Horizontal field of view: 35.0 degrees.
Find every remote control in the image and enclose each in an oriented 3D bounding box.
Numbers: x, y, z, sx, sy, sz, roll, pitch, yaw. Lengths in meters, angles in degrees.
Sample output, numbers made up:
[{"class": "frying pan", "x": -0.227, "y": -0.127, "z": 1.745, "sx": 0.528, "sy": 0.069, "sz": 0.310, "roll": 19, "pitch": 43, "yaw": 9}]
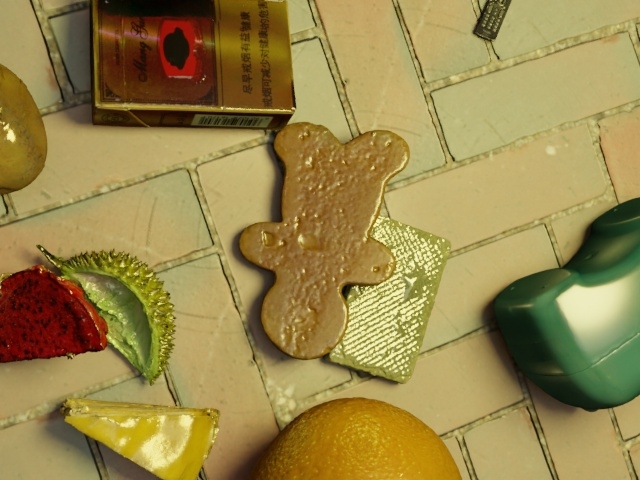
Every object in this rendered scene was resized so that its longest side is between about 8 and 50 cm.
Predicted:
[{"class": "remote control", "x": 0.239, "y": -0.314, "z": 1.387, "sx": 0.034, "sy": 0.016, "sz": 0.091, "roll": 24, "pitch": 80, "yaw": 3}]

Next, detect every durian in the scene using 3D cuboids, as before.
[{"class": "durian", "x": -0.237, "y": 0.068, "z": 1.201, "sx": 0.100, "sy": 0.086, "sz": 0.215, "roll": -37, "pitch": 98, "yaw": -1}]

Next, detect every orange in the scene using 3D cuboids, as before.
[{"class": "orange", "x": 0.038, "y": 0.319, "z": 1.167, "sx": 0.274, "sy": 0.274, "sz": 0.274, "roll": 1, "pitch": 86, "yaw": -16}]

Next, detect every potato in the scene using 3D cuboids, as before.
[{"class": "potato", "x": -0.388, "y": -0.135, "z": 1.146, "sx": 0.137, "sy": 0.137, "sz": 0.176, "roll": -28, "pitch": 116, "yaw": -16}]

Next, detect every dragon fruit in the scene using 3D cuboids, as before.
[{"class": "dragon fruit", "x": -0.307, "y": 0.078, "z": 1.161, "sx": 0.162, "sy": 0.083, "sz": 0.106, "roll": -8, "pitch": 99, "yaw": 24}]

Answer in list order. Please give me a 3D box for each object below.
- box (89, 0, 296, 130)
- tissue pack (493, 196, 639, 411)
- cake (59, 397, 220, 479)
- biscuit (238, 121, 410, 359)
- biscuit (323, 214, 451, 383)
[{"class": "box", "x": -0.156, "y": -0.218, "z": 1.230, "sx": 0.240, "sy": 0.071, "sz": 0.159, "roll": 0, "pitch": 77, "yaw": -16}, {"class": "tissue pack", "x": 0.390, "y": 0.089, "z": 1.311, "sx": 0.287, "sy": 0.198, "sz": 0.206, "roll": -36, "pitch": 95, "yaw": -17}, {"class": "cake", "x": -0.202, "y": 0.212, "z": 1.200, "sx": 0.185, "sy": 0.080, "sz": 0.116, "roll": 39, "pitch": 80, "yaw": -6}, {"class": "biscuit", "x": 0.000, "y": 0.000, "z": 1.270, "sx": 0.197, "sy": 0.049, "sz": 0.301, "roll": 10, "pitch": 81, "yaw": 6}, {"class": "biscuit", "x": 0.087, "y": 0.076, "z": 1.309, "sx": 0.121, "sy": 0.040, "sz": 0.199, "roll": 20, "pitch": 81, "yaw": -16}]
